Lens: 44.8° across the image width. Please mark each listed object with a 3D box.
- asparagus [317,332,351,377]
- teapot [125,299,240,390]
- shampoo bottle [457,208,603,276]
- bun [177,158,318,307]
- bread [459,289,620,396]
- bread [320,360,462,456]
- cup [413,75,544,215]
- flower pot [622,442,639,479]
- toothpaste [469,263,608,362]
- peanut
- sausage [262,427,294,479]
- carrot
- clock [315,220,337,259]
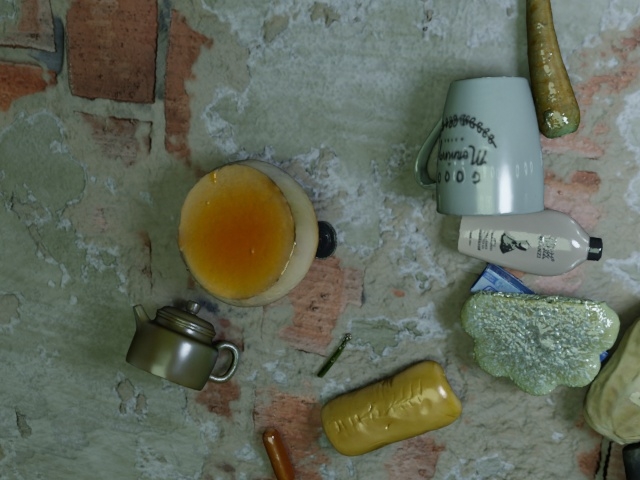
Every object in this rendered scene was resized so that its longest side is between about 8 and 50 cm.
[{"bbox_3d":[0.031,0.246,1.657,0.018,0.015,0.127,37,113,5],"label":"asparagus"},{"bbox_3d":[-0.296,0.221,1.693,0.267,0.185,0.175,26,82,-20],"label":"teapot"},{"bbox_3d":[0.386,0.001,1.430,0.256,0.078,0.127,6,106,17],"label":"shampoo bottle"},{"bbox_3d":[-0.136,-0.011,1.568,0.299,0.165,0.299,-1,87,25],"label":"bun"},{"bbox_3d":[0.402,0.194,1.438,0.286,0.056,0.207,0,106,24],"label":"bread"},{"bbox_3d":[0.140,0.359,1.612,0.305,0.091,0.142,-27,89,23],"label":"bread"},{"bbox_3d":[0.270,-0.166,1.392,0.258,0.186,0.234,3,98,47],"label":"cup"},{"bbox_3d":[0.640,0.421,1.398,0.235,0.235,0.148,-27,75,24],"label":"flower pot"},{"bbox_3d":[0.414,0.147,1.473,0.272,0.053,0.066,36,113,7],"label":"toothpaste"},{"bbox_3d":[0.589,0.235,1.385,0.152,0.152,0.313,31,110,10],"label":"peanut"},{"bbox_3d":[-0.096,0.484,1.754,0.039,0.041,0.131,-13,100,44],"label":"sausage"},{"bbox_3d":[0.391,-0.326,1.352,0.078,0.078,0.298,-10,95,22],"label":"carrot"},{"bbox_3d":[0.000,0.000,1.604,0.074,0.010,0.083,1,104,19],"label":"clock"}]
